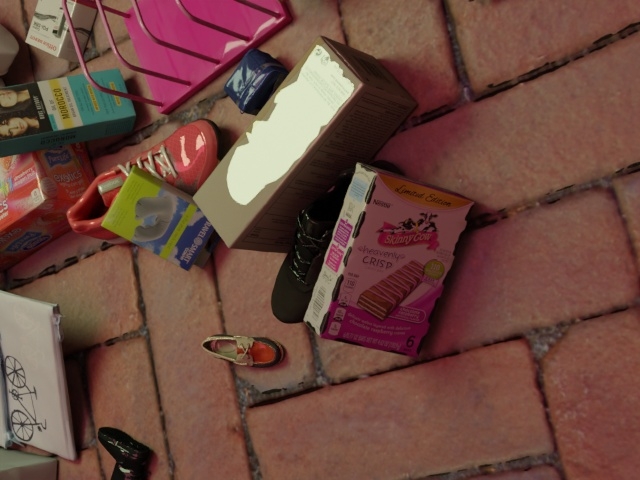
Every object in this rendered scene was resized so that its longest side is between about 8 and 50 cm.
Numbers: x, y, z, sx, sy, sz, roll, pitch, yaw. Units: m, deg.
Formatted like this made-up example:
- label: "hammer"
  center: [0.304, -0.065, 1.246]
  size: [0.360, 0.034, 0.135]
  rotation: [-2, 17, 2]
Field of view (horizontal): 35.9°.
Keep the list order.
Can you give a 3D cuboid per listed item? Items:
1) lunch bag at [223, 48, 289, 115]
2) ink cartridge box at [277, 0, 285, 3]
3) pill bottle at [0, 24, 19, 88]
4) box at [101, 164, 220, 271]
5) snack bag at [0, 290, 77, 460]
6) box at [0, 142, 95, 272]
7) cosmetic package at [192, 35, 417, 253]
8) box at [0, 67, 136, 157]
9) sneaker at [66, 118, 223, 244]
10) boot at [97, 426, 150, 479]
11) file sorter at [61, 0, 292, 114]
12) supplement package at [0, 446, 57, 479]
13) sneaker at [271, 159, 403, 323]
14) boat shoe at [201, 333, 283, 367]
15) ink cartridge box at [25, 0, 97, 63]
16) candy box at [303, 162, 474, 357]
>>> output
- label: "lunch bag"
  center: [-0.097, -0.238, 1.531]
  size: [0.065, 0.067, 0.098]
  rotation: [47, 113, 26]
- label: "ink cartridge box"
  center: [-0.020, -0.479, 1.444]
  size: [0.218, 0.092, 0.159]
  rotation: [-34, 69, 7]
- label: "pill bottle"
  center: [-0.734, -0.233, 1.846]
  size: [0.229, 0.229, 0.408]
  rotation: [45, 111, 26]
- label: "box"
  center: [-0.242, -0.029, 1.565]
  size: [0.178, 0.042, 0.109]
  rotation: [28, 108, -13]
- label: "snack bag"
  center: [-0.575, 0.232, 1.769]
  size: [0.342, 0.037, 0.323]
  rotation: [11, 114, 29]
- label: "box"
  center: [-0.554, -0.068, 1.773]
  size: [0.300, 0.142, 0.154]
  rotation: [-28, 72, 28]
- label: "cosmetic package"
  center: [-0.023, -0.129, 1.425]
  size: [0.309, 0.160, 0.113]
  rotation: [-48, 63, 20]
- label: "box"
  center: [-0.443, -0.215, 1.657]
  size: [0.101, 0.244, 0.060]
  rotation: [67, 155, 16]
- label: "sneaker"
  center: [-0.287, -0.087, 1.605]
  size: [0.314, 0.136, 0.116]
  rotation: [-36, 70, 26]
- label: "boot"
  center: [-0.340, 0.381, 1.672]
  size: [0.121, 0.045, 0.099]
  rotation: [20, 102, 31]
- label: "file sorter"
  center: [-0.237, -0.371, 1.561]
  size: [0.290, 0.182, 0.202]
  rotation: [-31, 71, 28]
- label: "supplement package"
  center: [-0.638, 0.480, 1.764]
  size: [0.262, 0.199, 0.198]
  rotation: [3, 89, 33]
- label: "sneaker"
  center: [0.000, 0.000, 1.420]
  size: [0.109, 0.130, 0.286]
  rotation: [40, 110, 26]
- label: "boat shoe"
  center: [-0.122, 0.171, 1.541]
  size: [0.137, 0.043, 0.049]
  rotation: [7, 89, 32]
- label: "ink cartridge box"
  center: [-0.464, -0.401, 1.783]
  size: [0.099, 0.056, 0.135]
  rotation: [26, 101, 30]
- label: "candy box"
  center: [0.092, 0.029, 1.336]
  size: [0.071, 0.159, 0.233]
  rotation: [36, 110, 64]
